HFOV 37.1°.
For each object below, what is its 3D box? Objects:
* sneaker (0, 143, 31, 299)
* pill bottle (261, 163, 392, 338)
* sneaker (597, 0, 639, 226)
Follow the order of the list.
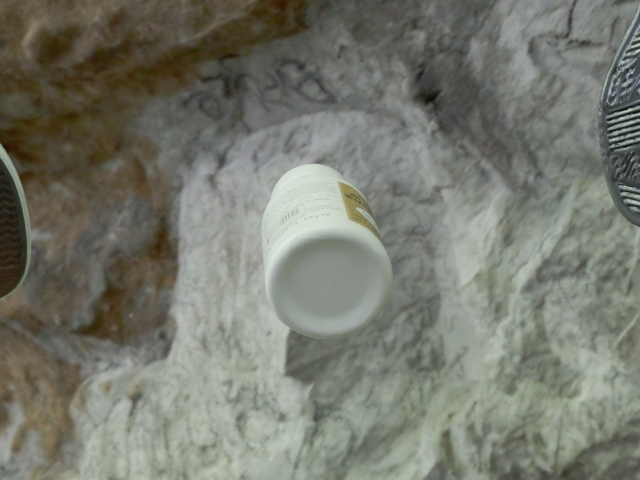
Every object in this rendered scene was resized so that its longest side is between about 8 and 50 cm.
[{"bbox_3d":[-0.343,-0.086,0.865,0.123,0.106,0.290,-150,-142,-71],"label":"sneaker"},{"bbox_3d":[0.000,0.000,1.057,0.131,0.229,0.131,-2,-66,-5],"label":"pill bottle"},{"bbox_3d":[0.291,-0.145,0.654,0.124,0.178,0.296,11,-88,54],"label":"sneaker"}]
